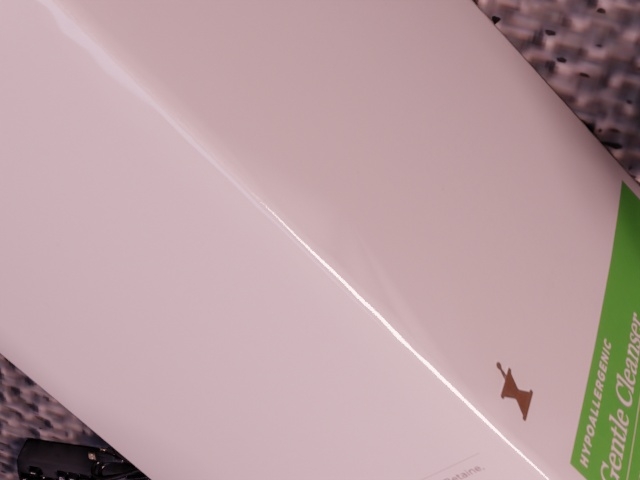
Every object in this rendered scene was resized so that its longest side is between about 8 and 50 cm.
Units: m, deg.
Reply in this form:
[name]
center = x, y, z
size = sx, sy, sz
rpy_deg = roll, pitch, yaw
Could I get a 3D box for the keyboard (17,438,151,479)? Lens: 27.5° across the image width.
[keyboard]
center = -0.107, 0.163, 0.812
size = 0.192, 0.038, 0.100
rpy_deg = 4, 131, 17

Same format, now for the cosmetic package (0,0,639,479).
[cosmetic package]
center = 0.000, 0.000, 0.519
size = 0.155, 0.197, 0.365
rpy_deg = -29, 116, 38
